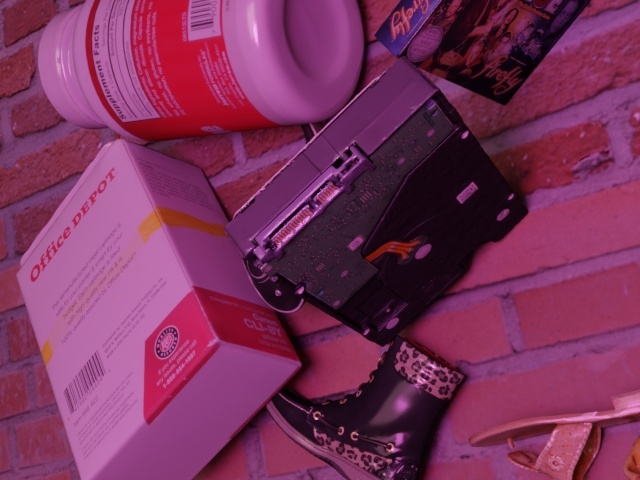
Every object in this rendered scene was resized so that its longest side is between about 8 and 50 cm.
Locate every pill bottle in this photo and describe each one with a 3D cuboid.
[{"bbox_3d":[-0.168,-0.248,1.371,0.407,0.229,0.229,-2,83,36],"label":"pill bottle"}]

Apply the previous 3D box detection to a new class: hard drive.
[{"bbox_3d":[0.072,-0.023,1.090,0.237,0.339,0.064,-44,61,6],"label":"hard drive"}]

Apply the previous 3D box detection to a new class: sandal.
[{"bbox_3d":[0.268,0.218,1.104,0.240,0.088,0.079,-22,66,27],"label":"sandal"}]

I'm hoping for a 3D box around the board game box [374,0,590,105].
[{"bbox_3d":[0.182,-0.242,1.123,0.165,0.243,0.042,-52,59,20],"label":"board game box"}]

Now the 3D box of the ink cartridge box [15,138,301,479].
[{"bbox_3d":[-0.229,0.095,1.399,0.279,0.160,0.385,-48,49,21],"label":"ink cartridge box"}]

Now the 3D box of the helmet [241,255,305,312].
[{"bbox_3d":[0.000,0.000,1.283,0.161,0.169,0.169,-36,65,33],"label":"helmet"}]

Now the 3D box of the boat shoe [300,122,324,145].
[{"bbox_3d":[-0.003,-0.113,1.364,0.042,0.049,0.133,-32,71,20],"label":"boat shoe"}]

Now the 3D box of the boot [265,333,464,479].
[{"bbox_3d":[0.053,0.188,1.275,0.236,0.085,0.179,30,95,39],"label":"boot"}]

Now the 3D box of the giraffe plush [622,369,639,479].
[{"bbox_3d":[0.366,0.152,0.984,0.210,0.181,0.170,3,80,15],"label":"giraffe plush"}]
